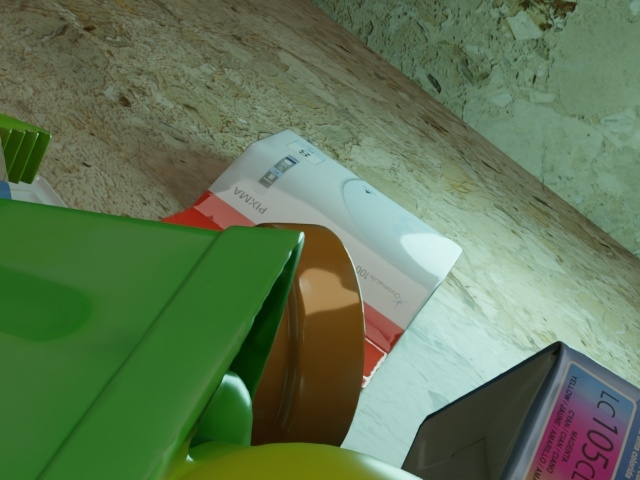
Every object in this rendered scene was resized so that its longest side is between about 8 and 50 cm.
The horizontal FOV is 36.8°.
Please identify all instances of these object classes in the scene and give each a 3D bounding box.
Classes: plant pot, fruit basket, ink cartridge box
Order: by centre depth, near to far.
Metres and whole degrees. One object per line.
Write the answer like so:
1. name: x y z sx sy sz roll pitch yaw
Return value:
1. fruit basket: -0.067 0.167 0.352 0.392 0.283 0.392 11 39 -9
2. ink cartridge box: 0.263 0.269 0.743 0.395 0.270 0.151 34 63 -2
3. plant pot: -0.092 0.084 0.788 0.188 0.205 0.205 3 33 -24
4. ink cartridge box: 0.000 0.000 1.203 0.308 0.091 0.385 36 21 6

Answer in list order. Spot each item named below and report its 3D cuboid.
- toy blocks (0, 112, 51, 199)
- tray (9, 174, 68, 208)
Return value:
1. toy blocks: -0.364 -0.064 0.627 0.381 0.191 0.261 21 13 -27
2. tray: -0.255 0.011 0.905 0.270 0.030 0.145 45 26 28
